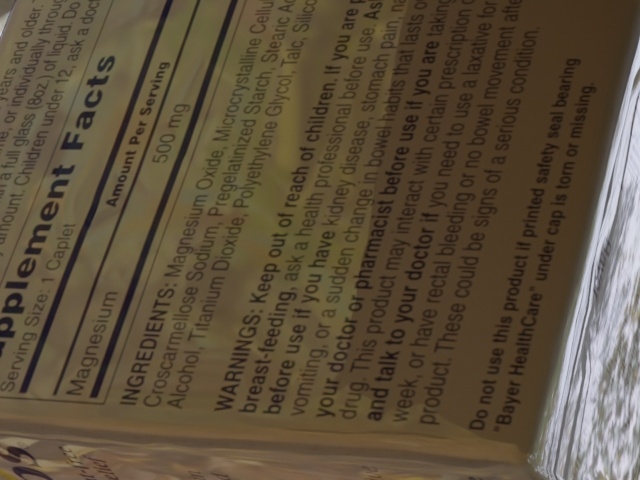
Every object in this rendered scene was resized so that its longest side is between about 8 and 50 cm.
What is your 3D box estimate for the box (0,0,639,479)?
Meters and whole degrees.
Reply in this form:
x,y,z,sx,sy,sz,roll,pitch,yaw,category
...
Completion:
x,y,z,sx,sy,sz,roll,pitch,yaw,category
0.000,0.000,0.384,0.137,0.126,0.072,2,-32,27,box
